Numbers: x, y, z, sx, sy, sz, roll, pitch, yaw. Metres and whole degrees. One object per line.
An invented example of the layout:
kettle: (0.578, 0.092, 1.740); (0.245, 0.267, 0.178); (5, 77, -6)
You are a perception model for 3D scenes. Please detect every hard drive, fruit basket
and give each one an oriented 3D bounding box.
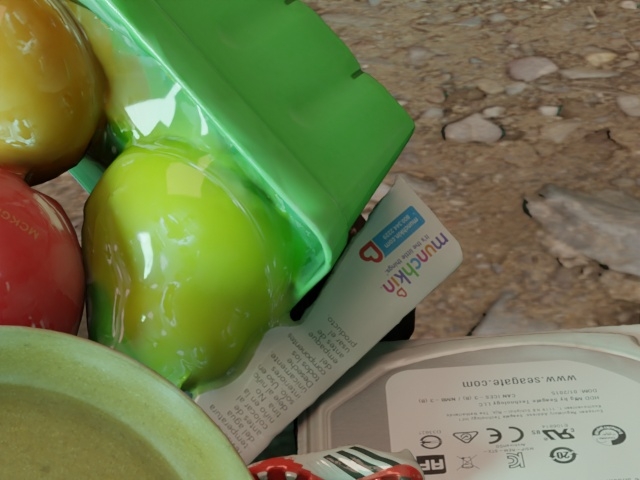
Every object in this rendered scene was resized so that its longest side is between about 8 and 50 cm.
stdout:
hard drive: (0.106, 0.157, 0.639); (0.236, 0.064, 0.339); (-4, 32, 2)
fruit basket: (-0.143, -0.010, 0.707); (0.327, 0.165, 0.353); (47, 66, 2)

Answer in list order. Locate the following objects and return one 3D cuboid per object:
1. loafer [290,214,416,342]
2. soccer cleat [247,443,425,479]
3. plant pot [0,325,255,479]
loafer: (0.000, 0.000, 0.891); (0.078, 0.080, 0.220); (-20, 34, -23)
soccer cleat: (0.005, 0.106, 0.650); (0.083, 0.029, 0.036); (-2, 22, -1)
plant pot: (-0.127, 0.152, 0.573); (0.236, 0.236, 0.032); (-22, -5, -27)
